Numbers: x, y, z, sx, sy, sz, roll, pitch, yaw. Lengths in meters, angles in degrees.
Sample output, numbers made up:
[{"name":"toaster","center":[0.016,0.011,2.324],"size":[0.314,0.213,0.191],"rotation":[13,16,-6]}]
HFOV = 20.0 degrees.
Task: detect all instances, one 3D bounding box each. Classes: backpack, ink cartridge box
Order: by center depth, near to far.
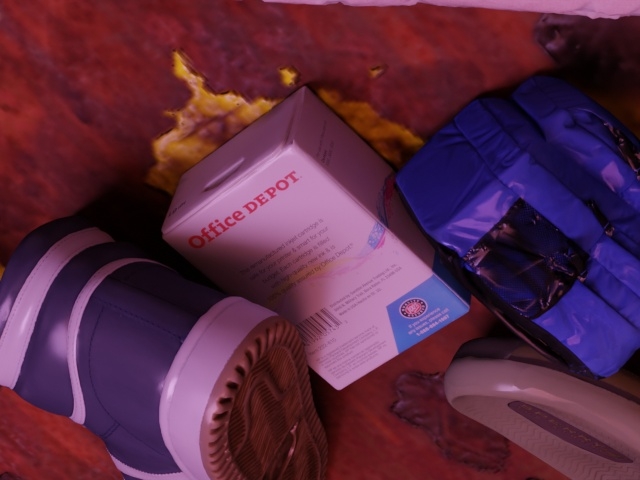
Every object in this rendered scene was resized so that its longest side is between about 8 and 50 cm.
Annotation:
[{"name":"backpack","center":[0.109,-0.003,0.800],"size":[0.101,0.098,0.120],"rotation":[-42,112,13]},{"name":"ink cartridge box","center":[0.000,0.000,0.851],"size":[0.088,0.052,0.122],"rotation":[-33,117,31]}]

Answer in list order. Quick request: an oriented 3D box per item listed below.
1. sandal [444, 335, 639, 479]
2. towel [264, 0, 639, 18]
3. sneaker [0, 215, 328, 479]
[{"name":"sandal","center":[0.186,0.147,0.892],"size":[0.302,0.086,0.120],"rotation":[27,155,-7]},{"name":"towel","center":[0.056,-0.220,0.664],"size":[0.331,0.053,0.317],"rotation":[5,129,8]},{"name":"sneaker","center":[-0.086,0.089,0.912],"size":[0.153,0.099,0.282],"rotation":[26,152,17]}]
